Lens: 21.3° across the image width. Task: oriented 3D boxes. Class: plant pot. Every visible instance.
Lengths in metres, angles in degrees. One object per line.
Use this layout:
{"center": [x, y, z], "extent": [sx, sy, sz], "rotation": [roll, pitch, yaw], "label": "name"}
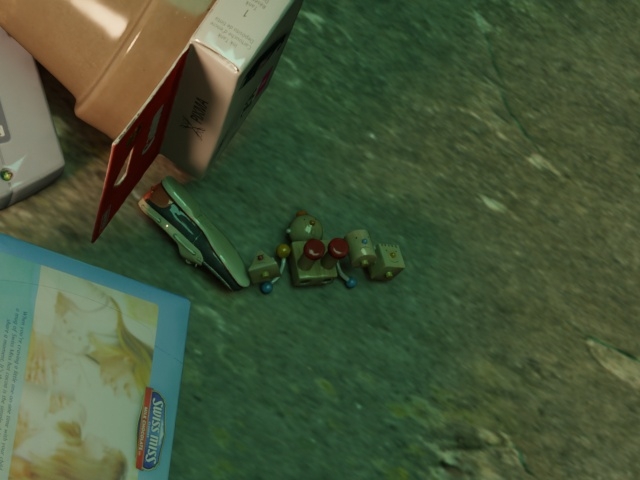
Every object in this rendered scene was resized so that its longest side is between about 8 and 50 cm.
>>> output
{"center": [-0.217, -0.261, 1.608], "extent": [0.229, 0.263, 0.263], "rotation": [32, 62, -13], "label": "plant pot"}

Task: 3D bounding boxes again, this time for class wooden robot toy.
{"center": [0.000, 0.000, 1.713], "extent": [0.173, 0.076, 0.079], "rotation": [-3, 60, -22], "label": "wooden robot toy"}

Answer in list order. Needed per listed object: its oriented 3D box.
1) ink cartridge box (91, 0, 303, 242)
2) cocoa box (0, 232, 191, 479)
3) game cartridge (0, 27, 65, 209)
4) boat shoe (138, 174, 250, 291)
{"center": [-0.111, -0.117, 1.541], "extent": [0.060, 0.275, 0.239], "rotation": [32, 69, 0], "label": "ink cartridge box"}
{"center": [-0.275, 0.198, 1.409], "extent": [0.231, 0.228, 0.347], "rotation": [21, 62, -33], "label": "cocoa box"}
{"center": [-0.401, -0.101, 1.608], "extent": [0.294, 0.060, 0.196], "rotation": [-11, 71, -24], "label": "game cartridge"}
{"center": [-0.124, 0.000, 1.680], "extent": [0.043, 0.049, 0.137], "rotation": [-40, 89, 14], "label": "boat shoe"}
